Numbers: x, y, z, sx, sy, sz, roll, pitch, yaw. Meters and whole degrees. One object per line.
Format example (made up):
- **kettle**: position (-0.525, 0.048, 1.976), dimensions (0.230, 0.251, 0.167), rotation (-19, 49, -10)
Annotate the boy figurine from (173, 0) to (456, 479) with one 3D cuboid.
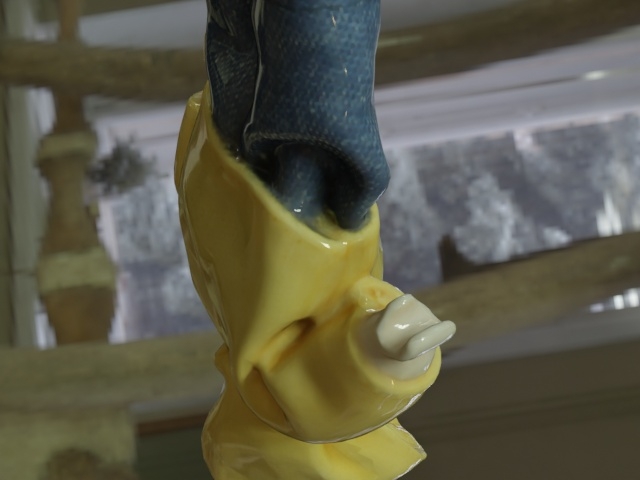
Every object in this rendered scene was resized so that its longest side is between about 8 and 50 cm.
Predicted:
- **boy figurine**: position (0.000, 0.000, 0.563), dimensions (0.177, 0.092, 0.285), rotation (-127, -153, -47)
